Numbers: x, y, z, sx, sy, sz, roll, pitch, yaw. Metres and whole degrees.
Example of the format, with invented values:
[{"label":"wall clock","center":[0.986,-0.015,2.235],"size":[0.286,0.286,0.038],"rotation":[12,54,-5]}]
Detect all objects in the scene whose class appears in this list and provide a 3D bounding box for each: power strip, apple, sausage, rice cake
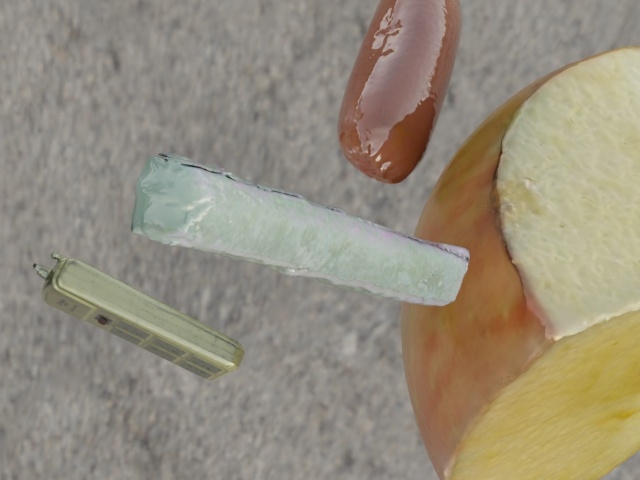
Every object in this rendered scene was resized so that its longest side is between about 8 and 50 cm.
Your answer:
[{"label":"power strip","center":[-0.140,0.059,1.182],"size":[0.169,0.076,0.028],"rotation":[27,72,-10]},{"label":"apple","center":[0.178,0.048,1.144],"size":[0.252,0.309,0.314],"rotation":[23,54,-3]},{"label":"sausage","center":[0.062,-0.126,1.175],"size":[0.077,0.077,0.194],"rotation":[20,56,-4]},{"label":"rice cake","center":[0.000,0.001,0.636],"size":[0.033,0.207,0.033],"rotation":[13,88,36]}]
